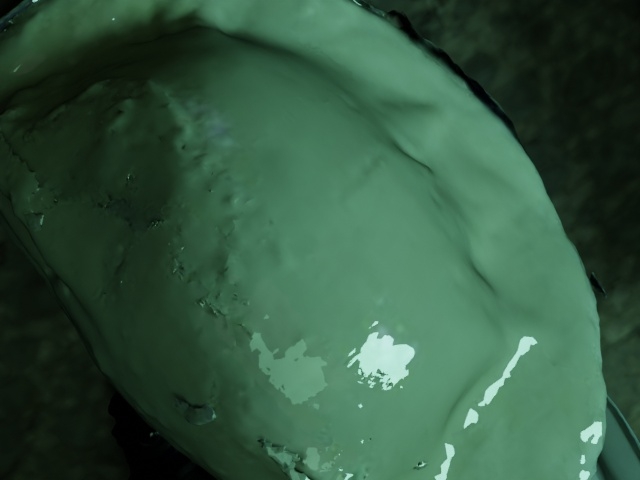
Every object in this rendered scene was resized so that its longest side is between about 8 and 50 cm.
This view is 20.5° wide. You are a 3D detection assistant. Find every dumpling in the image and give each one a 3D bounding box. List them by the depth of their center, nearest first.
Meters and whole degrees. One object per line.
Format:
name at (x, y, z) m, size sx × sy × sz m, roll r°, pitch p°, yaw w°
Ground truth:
dumpling at (0.000, 0.000, 0.586) m, size 0.247 × 0.142 × 0.172 m, roll 46°, pitch 68°, yaw 1°

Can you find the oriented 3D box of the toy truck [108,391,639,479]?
toy truck at (0.023, 0.135, 0.672) m, size 0.213 × 0.161 × 0.177 m, roll -19°, pitch 141°, yaw -7°
